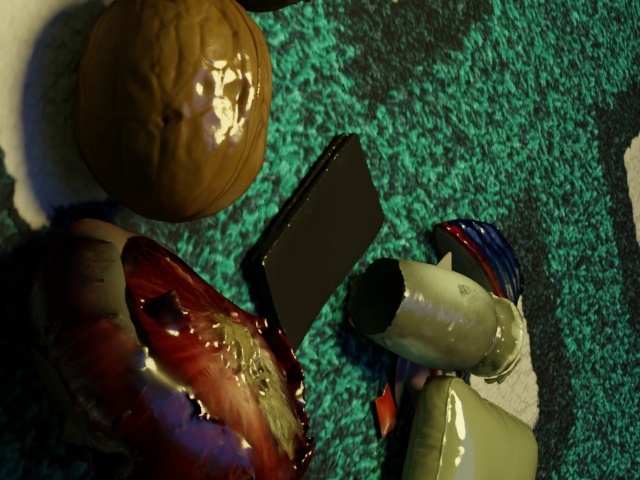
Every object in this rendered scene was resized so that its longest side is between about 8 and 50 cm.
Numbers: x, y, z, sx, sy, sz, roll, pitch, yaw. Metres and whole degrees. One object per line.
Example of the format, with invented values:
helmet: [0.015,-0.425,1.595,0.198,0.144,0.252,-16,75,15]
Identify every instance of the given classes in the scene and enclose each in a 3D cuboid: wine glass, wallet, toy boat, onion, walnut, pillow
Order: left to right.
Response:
onion: [-0.144,0.119,1.182,0.272,0.195,0.272,43,17,-17]
walnut: [-0.119,-0.117,1.226,0.167,0.167,0.207,12,81,-59]
wallet: [-0.001,0.000,1.556,0.244,0.025,0.124,-56,135,-45]
wine glass: [0.129,0.086,1.652,0.204,0.111,0.111,21,71,-38]
toy boat: [0.143,0.089,1.780,0.318,0.072,0.219,-24,113,-46]
pillow: [0.159,0.336,1.729,0.255,0.119,0.322,33,66,-53]

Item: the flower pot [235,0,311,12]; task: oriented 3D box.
flower pot: [-0.024,-0.359,1.258,0.213,0.301,0.302,69,36,-45]
